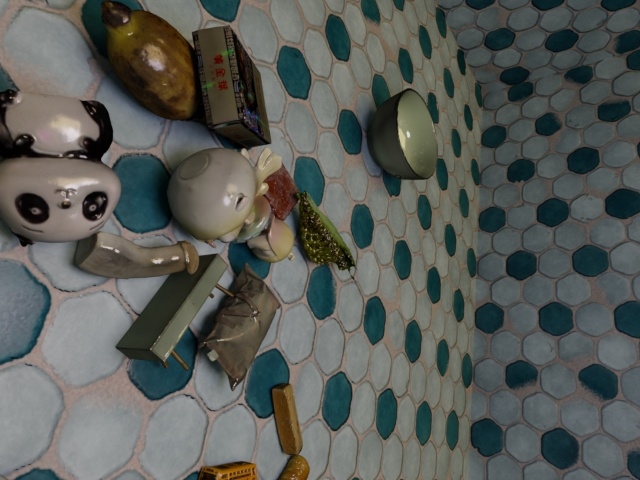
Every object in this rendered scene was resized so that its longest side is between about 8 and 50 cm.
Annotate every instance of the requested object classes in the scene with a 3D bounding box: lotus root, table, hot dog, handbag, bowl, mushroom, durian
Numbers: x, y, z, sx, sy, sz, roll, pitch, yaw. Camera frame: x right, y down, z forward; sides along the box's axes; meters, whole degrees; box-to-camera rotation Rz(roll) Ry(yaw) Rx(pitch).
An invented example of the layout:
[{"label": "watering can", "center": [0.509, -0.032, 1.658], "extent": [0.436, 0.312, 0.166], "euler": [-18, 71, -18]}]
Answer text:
[{"label": "lotus root", "center": [-0.331, -0.354, 0.907], "extent": [0.314, 0.141, 0.169], "euler": [49, 36, -59]}, {"label": "table", "center": [-0.280, 0.153, 0.928], "extent": [0.111, 0.121, 0.240], "euler": [56, 45, -32]}, {"label": "hot dog", "center": [-0.113, 0.669, 1.124], "extent": [0.088, 0.061, 0.286], "euler": [56, 42, -15]}, {"label": "handbag", "center": [-0.183, 0.191, 1.053], "extent": [0.182, 0.117, 0.270], "euler": [62, 36, -31]}, {"label": "bowl", "center": [0.304, -0.395, 1.753], "extent": [0.354, 0.185, 0.354], "euler": [13, 74, -52]}, {"label": "mushroom", "center": [-0.343, 0.033, 0.864], "extent": [0.223, 0.081, 0.092], "euler": [11, 106, -38]}, {"label": "durian", "center": [0.006, -0.001, 1.344], "extent": [0.375, 0.106, 0.132], "euler": [57, 15, -35]}]

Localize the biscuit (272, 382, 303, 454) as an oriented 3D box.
[{"label": "biscuit", "center": [-0.086, 0.475, 1.197], "extent": [0.056, 0.052, 0.188], "euler": [-22, 103, -66]}]

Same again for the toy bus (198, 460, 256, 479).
[{"label": "toy bus", "center": [-0.216, 0.538, 0.994], "extent": [0.162, 0.069, 0.074], "euler": [23, 66, -51]}]

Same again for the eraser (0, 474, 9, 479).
[{"label": "eraser", "center": [-0.398, 0.496, 0.642], "extent": [0.150, 0.331, 0.331], "euler": [-54, 126, -45]}]

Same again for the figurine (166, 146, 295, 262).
[{"label": "figurine", "center": [-0.161, -0.073, 1.059], "extent": [0.274, 0.226, 0.394], "euler": [-52, 140, -11]}]

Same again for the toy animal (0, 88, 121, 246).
[{"label": "toy animal", "center": [-0.430, -0.112, 0.729], "extent": [0.187, 0.165, 0.235], "euler": [-4, 87, -35]}]

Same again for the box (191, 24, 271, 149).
[{"label": "box", "center": [-0.192, -0.333, 1.037], "extent": [0.310, 0.084, 0.198], "euler": [-42, 123, -85]}]

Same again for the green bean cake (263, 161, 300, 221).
[{"label": "green bean cake", "center": [-0.125, -0.134, 1.239], "extent": [0.135, 0.056, 0.136], "euler": [57, 43, -29]}]
